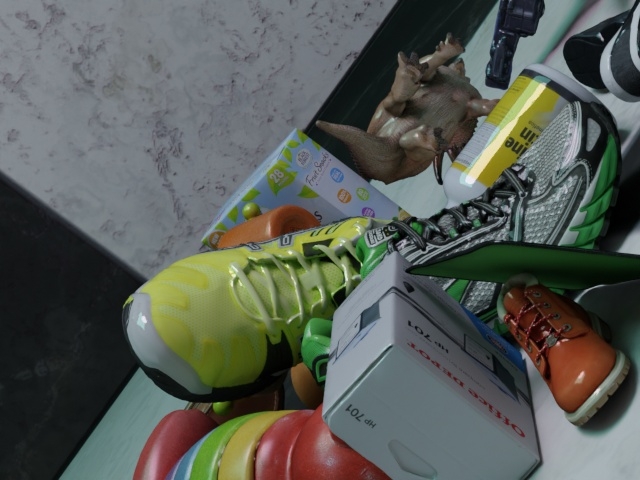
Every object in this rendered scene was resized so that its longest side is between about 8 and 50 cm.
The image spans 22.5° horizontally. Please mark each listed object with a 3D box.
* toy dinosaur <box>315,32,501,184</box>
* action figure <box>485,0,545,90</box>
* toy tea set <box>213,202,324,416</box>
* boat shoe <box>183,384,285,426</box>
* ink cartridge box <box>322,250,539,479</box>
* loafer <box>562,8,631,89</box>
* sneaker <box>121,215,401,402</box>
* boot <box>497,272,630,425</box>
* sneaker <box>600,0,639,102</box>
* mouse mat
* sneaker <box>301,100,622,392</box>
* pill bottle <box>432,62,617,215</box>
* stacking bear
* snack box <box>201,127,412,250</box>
[{"bbox_3d":[0.107,-0.121,1.778,0.296,0.127,0.200,-28,-9,-35],"label":"toy dinosaur"},{"bbox_3d":[0.301,-0.323,1.831,0.330,0.178,0.341,-66,-10,-81],"label":"action figure"},{"bbox_3d":[-0.044,0.117,1.600,0.124,0.200,0.336,-34,25,45],"label":"toy tea set"},{"bbox_3d":[-0.124,0.270,1.731,0.307,0.111,0.104,-62,12,4],"label":"boat shoe"},{"bbox_3d":[0.080,0.106,1.181,0.082,0.139,0.190,-48,11,15],"label":"ink cartridge box"},{"bbox_3d":[0.289,-0.189,1.550,0.061,0.062,0.170,-32,7,-16],"label":"loafer"},{"bbox_3d":[-0.017,0.038,1.460,0.385,0.145,0.147,-15,-22,-46],"label":"sneaker"},{"bbox_3d":[0.160,0.071,1.101,0.059,0.084,0.158,-49,11,11],"label":"boot"},{"bbox_3d":[0.331,-0.225,1.413,0.121,0.079,0.217,-28,34,62],"label":"sneaker"},{"bbox_3d":[0.159,0.019,1.143,0.190,0.152,0.007,160,115,-72],"label":"mouse mat"},{"bbox_3d":[0.116,0.019,1.318,0.343,0.146,0.134,-50,10,15],"label":"sneaker"},{"bbox_3d":[0.176,-0.060,1.447,0.184,0.103,0.103,-54,9,-2],"label":"pill bottle"},{"bbox_3d":[-0.021,0.202,1.308,0.289,0.175,0.164,-31,20,48],"label":"stacking bear"},{"bbox_3d":[0.000,0.000,1.767,0.174,0.207,0.070,-44,12,45],"label":"snack box"}]
